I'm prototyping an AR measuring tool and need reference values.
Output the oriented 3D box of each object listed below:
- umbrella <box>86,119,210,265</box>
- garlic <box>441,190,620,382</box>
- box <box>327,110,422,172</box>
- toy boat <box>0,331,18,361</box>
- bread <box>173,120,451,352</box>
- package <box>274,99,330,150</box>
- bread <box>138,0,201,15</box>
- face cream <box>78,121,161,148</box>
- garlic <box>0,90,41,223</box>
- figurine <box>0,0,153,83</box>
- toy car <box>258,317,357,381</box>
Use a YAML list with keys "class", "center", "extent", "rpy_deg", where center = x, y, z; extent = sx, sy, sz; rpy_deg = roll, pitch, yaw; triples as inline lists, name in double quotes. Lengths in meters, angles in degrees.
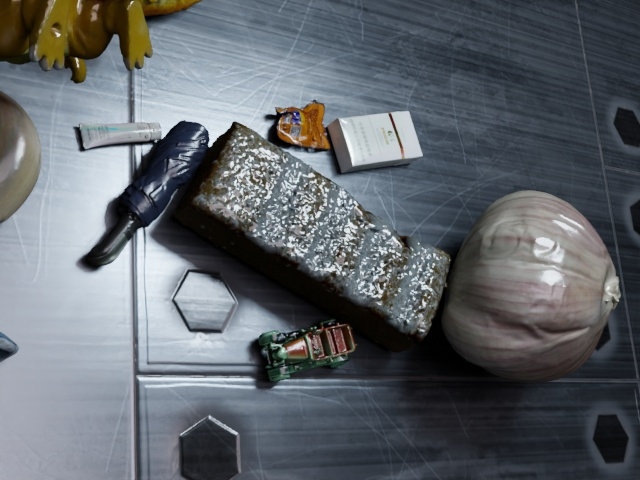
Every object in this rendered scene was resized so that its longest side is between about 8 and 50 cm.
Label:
- class: "umbrella"
  center: [-0.227, -0.059, 1.211]
  extent: [0.071, 0.071, 0.248]
  rpy_deg: [37, 62, -19]
- class: "garlic"
  center: [0.330, 0.084, 1.397]
  extent: [0.317, 0.259, 0.317]
  rpy_deg: [-3, 90, -69]
- class: "box"
  center: [0.091, -0.163, 1.469]
  extent: [0.154, 0.040, 0.084]
  rpy_deg: [-11, 78, -37]
- class: "toy boat"
  center: [-0.439, 0.167, 0.932]
  extent: [0.142, 0.129, 0.309]
  rpy_deg: [51, 35, 5]
- class: "bread"
  center: [0.000, 0.000, 1.310]
  extent: [0.416, 0.113, 0.165]
  rpy_deg: [32, 57, -21]
- class: "package"
  center: [-0.027, -0.182, 1.400]
  extent: [0.111, 0.033, 0.077]
  rpy_deg: [0, 65, -39]
- class: "bread"
  center: [-0.262, -0.493, 1.243]
  extent: [0.358, 0.204, 0.337]
  rpy_deg: [-8, 84, -37]
- class: "face cream"
  center: [-0.273, -0.147, 1.230]
  extent: [0.115, 0.020, 0.038]
  rpy_deg: [-9, 80, -35]
- class: "garlic"
  center: [-0.418, -0.069, 1.067]
  extent: [0.128, 0.148, 0.266]
  rpy_deg: [58, 36, -51]
- class: "figurine"
  center: [-0.384, -0.278, 0.985]
  extent: [0.401, 0.387, 0.268]
  rpy_deg: [-50, 141, -52]
- class: "toy car"
  center: [-0.019, 0.153, 1.281]
  extent: [0.143, 0.054, 0.073]
  rpy_deg: [-7, 78, -36]
